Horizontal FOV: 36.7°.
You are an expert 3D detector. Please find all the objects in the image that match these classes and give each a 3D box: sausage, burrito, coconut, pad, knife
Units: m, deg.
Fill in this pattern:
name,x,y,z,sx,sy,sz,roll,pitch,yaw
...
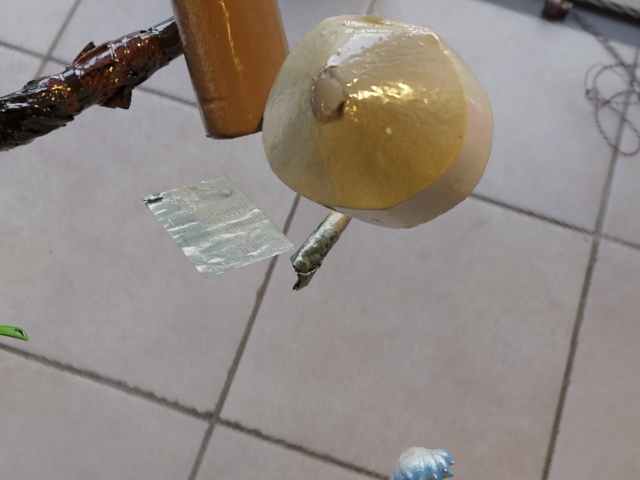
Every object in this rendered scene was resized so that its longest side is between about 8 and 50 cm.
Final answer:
name,x,y,z,sx,sy,sz,roll,pitch,yaw
sausage,-0.104,-0.250,1.091,0.123,0.123,0.253,-17,106,-10
burrito,0.002,0.001,1.396,0.042,0.051,0.171,26,54,19
coconut,0.060,-0.122,0.987,0.241,0.241,0.241,1,68,-3
pad,-0.169,-0.032,1.560,0.159,0.009,0.265,-18,38,-24
knife,-0.535,0.150,1.551,0.022,0.166,0.078,-47,61,23

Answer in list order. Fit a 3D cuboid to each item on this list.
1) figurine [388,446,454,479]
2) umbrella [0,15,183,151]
name,x,y,z,sx,sy,sz,roll,pitch,yaw
figurine,0.150,0.354,1.441,0.114,0.114,0.079,-26,106,-13
umbrella,-0.318,-0.222,1.333,0.326,0.090,0.094,-30,45,-7
